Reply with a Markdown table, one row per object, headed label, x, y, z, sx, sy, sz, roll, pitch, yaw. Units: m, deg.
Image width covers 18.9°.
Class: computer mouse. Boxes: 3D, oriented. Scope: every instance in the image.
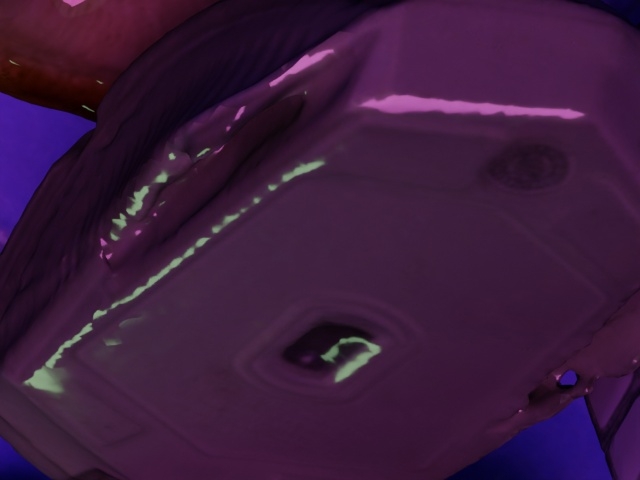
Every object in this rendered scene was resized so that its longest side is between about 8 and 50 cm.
| label | x | y | z | sx | sy | sz | roll | pitch | yaw |
| --- | --- | --- | --- | --- | --- | --- | --- | --- | --- |
| computer mouse | -0.001 | -0.002 | 0.839 | 0.228 | 0.145 | 0.429 | 20 | 142 | -25 |

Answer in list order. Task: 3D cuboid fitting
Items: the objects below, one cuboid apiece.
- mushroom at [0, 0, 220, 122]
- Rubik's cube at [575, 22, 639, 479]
| label | x | y | z | sx | sy | sz | roll | pitch | yaw |
| --- | --- | --- | --- | --- | --- | --- | --- | --- | --- |
| mushroom | -0.096 | -0.172 | 0.836 | 0.346 | 0.259 | 0.345 | 3 | 126 | 3 |
| Rubik's cube | 0.259 | 0.000 | 0.863 | 0.237 | 0.238 | 0.237 | 14 | 119 | -16 |
